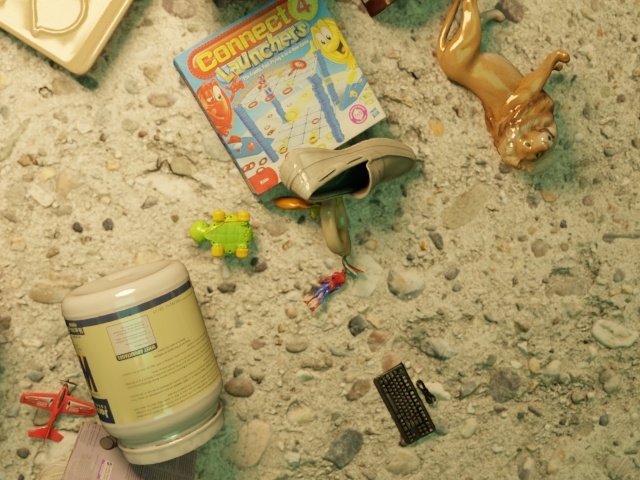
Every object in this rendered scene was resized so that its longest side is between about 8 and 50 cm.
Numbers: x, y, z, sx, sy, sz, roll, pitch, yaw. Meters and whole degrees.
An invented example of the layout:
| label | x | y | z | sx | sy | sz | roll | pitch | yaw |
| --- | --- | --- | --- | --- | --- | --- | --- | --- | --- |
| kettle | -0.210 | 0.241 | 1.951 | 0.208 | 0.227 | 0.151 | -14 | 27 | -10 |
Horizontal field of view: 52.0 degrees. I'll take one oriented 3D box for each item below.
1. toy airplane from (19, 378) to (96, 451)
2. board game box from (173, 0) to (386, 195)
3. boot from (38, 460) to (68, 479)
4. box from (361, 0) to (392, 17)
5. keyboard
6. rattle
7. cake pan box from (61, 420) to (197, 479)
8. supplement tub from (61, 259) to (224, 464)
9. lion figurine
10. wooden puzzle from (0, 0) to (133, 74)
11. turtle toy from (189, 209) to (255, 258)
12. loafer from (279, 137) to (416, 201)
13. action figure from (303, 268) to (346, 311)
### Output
| label | x | y | z | sx | sy | sz | roll | pitch | yaw |
| --- | --- | --- | --- | --- | --- | --- | --- | --- | --- |
| toy airplane | -0.526 | 0.345 | 1.305 | 0.151 | 0.028 | 0.151 | -5 | 102 | -25 |
| board game box | -0.078 | -0.295 | 1.290 | 0.308 | 0.086 | 0.302 | -33 | 103 | -6 |
| boot | -0.430 | 0.509 | 1.297 | 0.258 | 0.123 | 0.095 | 11 | 95 | -13 |
| box | 0.211 | -0.633 | 1.284 | 0.381 | 0.143 | 0.191 | -36 | 102 | -4 |
| keyboard | 0.201 | 0.358 | 1.462 | 0.108 | 0.023 | 0.180 | -29 | 103 | -7 |
| rattle | 0.000 | 0.000 | 1.355 | 0.142 | 0.130 | 0.200 | -15 | 127 | 1 |
| cake pan box | -0.362 | 0.471 | 1.233 | 0.245 | 0.267 | 0.070 | 19 | 106 | -15 |
| supplement tub | -0.320 | 0.220 | 1.228 | 0.235 | 0.235 | 0.325 | -17 | 100 | -9 |
| lion figurine | 0.359 | -0.342 | 1.367 | 0.392 | 0.142 | 0.240 | 40 | 96 | 1 |
| wooden puzzle | -0.490 | -0.519 | 1.187 | 0.348 | 0.080 | 0.322 | 32 | 89 | -9 |
| turtle toy | -0.195 | -0.016 | 1.311 | 0.130 | 0.066 | 0.095 | 2 | 97 | -11 |
| loafer | 0.070 | -0.128 | 1.284 | 0.319 | 0.111 | 0.112 | -13 | 143 | -33 |
| action figure | 0.015 | 0.100 | 1.389 | 0.115 | 0.030 | 0.038 | -41 | 108 | -9 |
